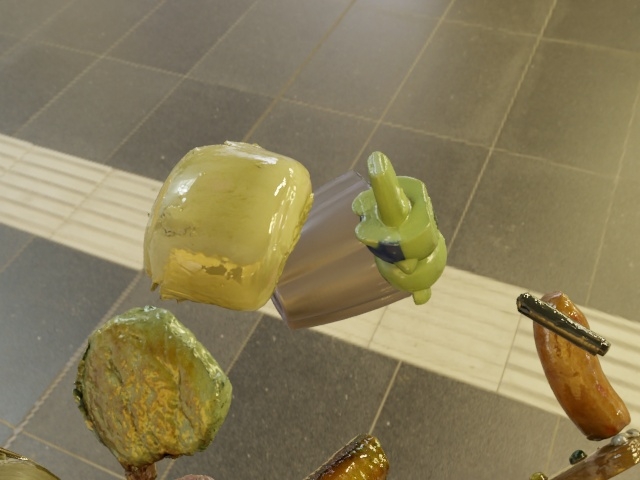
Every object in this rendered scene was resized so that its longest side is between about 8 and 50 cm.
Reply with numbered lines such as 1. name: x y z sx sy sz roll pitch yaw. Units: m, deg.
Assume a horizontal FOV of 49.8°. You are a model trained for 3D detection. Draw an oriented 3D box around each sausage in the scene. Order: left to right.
1. sausage: 0.438 0.213 1.187 0.109 0.270 0.109 -24 10 4

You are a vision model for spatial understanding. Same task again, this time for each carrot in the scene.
1. carrot: 0.005 0.454 1.193 0.114 0.114 0.302 32 37 28

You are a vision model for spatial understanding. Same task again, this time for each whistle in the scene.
1. whistle: 0.085 -0.013 0.746 0.085 0.227 0.105 -14 56 13

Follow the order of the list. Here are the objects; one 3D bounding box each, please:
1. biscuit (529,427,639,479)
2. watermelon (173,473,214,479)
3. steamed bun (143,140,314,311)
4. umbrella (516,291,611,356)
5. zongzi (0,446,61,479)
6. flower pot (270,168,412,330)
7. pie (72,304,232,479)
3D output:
1. biscuit: 0.369 0.438 1.182 0.432 0.283 0.064 -37 63 17
2. watermelon: -0.300 0.736 1.715 0.293 0.250 0.283 -2 21 32
3. steamed bun: -0.143 -0.033 1.035 0.232 0.166 0.272 21 64 6
4. umbrella: 0.323 0.112 0.922 0.133 0.031 0.036 33 16 27
5. zongzi: -0.256 0.316 0.656 0.256 0.228 0.115 46 75 -13
6. flower pot: 0.008 0.030 1.282 0.243 0.265 0.265 -23 50 -9
7. pie: -0.403 0.358 1.667 0.395 0.418 0.180 52 29 12
